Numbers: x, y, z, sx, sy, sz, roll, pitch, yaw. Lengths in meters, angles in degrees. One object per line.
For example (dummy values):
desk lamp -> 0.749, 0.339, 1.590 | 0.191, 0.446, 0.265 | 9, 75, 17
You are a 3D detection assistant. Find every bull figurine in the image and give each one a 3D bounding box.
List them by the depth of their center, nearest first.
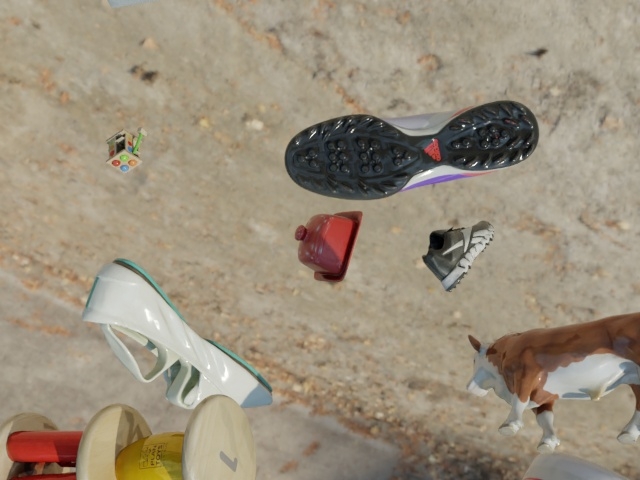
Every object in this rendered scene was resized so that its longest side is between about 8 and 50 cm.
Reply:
bull figurine -> 0.322, 0.179, 1.094 | 0.310, 0.188, 0.101 | -21, 126, 30

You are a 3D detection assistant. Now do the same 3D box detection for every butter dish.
butter dish -> 0.000, 0.000, 1.766 | 0.118, 0.160, 0.160 | 19, 172, -24

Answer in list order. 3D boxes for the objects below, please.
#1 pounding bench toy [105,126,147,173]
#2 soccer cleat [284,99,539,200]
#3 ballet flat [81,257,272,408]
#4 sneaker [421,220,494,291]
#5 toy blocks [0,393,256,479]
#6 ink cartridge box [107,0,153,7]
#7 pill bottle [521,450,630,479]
pounding bench toy -> -0.381, -0.182, 1.648 | 0.083, 0.065, 0.052 | -27, 144, 25
soccer cleat -> 0.112, -0.112, 1.059 | 0.318, 0.109, 0.116 | -9, 179, -2
ballet flat -> -0.240, 0.195, 1.359 | 0.139, 0.139, 0.400 | -10, 133, 41
sneaker -> 0.277, 0.004, 1.678 | 0.106, 0.234, 0.078 | 42, 133, 4
toy blocks -> -0.095, 0.132, 0.363 | 0.148, 0.054, 0.123 | -10, 102, 22
ink cartridge box -> -0.215, -0.376, 0.923 | 0.153, 0.087, 0.208 | 5, 135, 40
pill bottle -> 0.300, 0.512, 1.102 | 0.229, 0.408, 0.229 | 31, 160, 13
